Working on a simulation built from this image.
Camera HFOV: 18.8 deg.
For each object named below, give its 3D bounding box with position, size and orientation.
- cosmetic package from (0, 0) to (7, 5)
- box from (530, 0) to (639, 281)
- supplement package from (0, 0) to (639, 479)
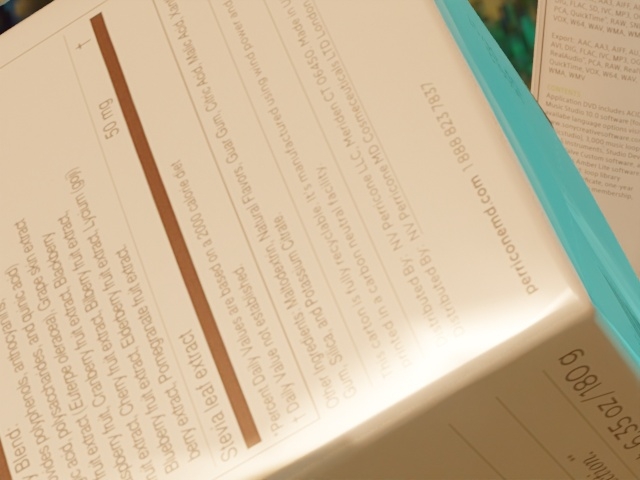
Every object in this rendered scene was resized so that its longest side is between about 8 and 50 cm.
[{"bbox_3d":[-0.226,-0.421,1.357,0.329,0.394,0.327,-38,-66,2],"label":"cosmetic package"},{"bbox_3d":[0.135,-0.115,0.747,0.058,0.232,0.322,14,-50,15],"label":"box"},{"bbox_3d":[-0.054,0.061,0.552,0.293,0.175,0.177,-31,-36,11],"label":"supplement package"}]
